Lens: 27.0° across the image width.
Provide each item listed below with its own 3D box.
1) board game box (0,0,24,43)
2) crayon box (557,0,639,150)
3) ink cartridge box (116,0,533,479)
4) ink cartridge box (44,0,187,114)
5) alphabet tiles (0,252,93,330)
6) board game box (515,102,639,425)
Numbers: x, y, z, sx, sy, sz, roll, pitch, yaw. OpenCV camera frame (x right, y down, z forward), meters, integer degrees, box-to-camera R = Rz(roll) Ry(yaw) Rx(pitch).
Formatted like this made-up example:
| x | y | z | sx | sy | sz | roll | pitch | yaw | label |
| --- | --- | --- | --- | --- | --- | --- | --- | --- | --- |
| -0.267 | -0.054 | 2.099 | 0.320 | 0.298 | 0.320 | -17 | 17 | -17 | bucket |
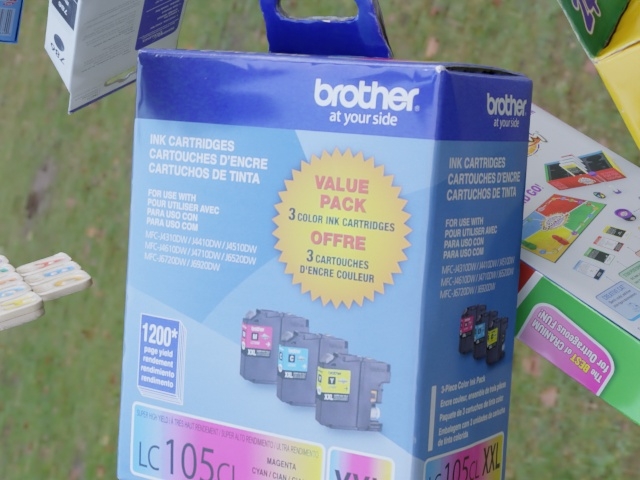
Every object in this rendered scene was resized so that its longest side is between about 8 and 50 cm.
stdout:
| x | y | z | sx | sy | sz | roll | pitch | yaw | label |
| --- | --- | --- | --- | --- | --- | --- | --- | --- | --- |
| -0.273 | -0.251 | 0.947 | 0.039 | 0.160 | 0.211 | 28 | 111 | 39 | board game box |
| 0.272 | -0.074 | 0.837 | 0.083 | 0.323 | 0.203 | -22 | 20 | 34 | crayon box |
| 0.000 | 0.000 | 0.989 | 0.270 | 0.151 | 0.395 | 7 | 95 | 32 | ink cartridge box |
| -0.219 | -0.284 | 1.484 | 0.065 | 0.165 | 0.333 | 49 | 150 | 15 | ink cartridge box |
| -0.418 | 0.070 | 1.579 | 0.284 | 0.278 | 0.021 | -155 | 50 | -66 | alphabet tiles |
| 0.208 | -0.003 | 1.115 | 0.316 | 0.242 | 0.064 | 36 | 128 | 28 | board game box |
